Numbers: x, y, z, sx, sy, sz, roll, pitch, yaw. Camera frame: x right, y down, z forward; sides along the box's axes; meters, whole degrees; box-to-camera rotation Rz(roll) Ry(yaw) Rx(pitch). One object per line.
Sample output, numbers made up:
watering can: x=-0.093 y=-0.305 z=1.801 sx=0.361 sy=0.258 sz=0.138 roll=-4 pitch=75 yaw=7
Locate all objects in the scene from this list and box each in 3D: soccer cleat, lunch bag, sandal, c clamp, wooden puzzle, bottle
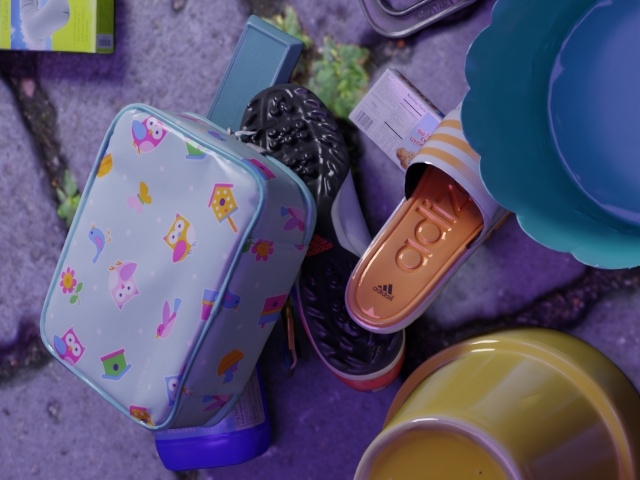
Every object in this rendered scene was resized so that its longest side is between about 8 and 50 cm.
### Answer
soccer cleat: x=0.000 y=0.000 z=1.714 sx=0.109 sy=0.116 sz=0.318 roll=-20 pitch=68 yaw=-3
lunch bag: x=-0.138 y=0.017 z=1.656 sx=0.224 sy=0.108 sz=0.279 roll=32 pitch=105 yaw=35
sandal: x=0.115 y=-0.032 z=1.609 sx=0.102 sy=0.076 sz=0.265 roll=31 pitch=76 yaw=13
c clamp: x=0.081 y=-0.266 z=1.689 sx=0.161 sy=0.022 sz=0.137 roll=-18 pitch=87 yaw=26
wooden puzzle: x=-0.028 y=0.093 z=1.735 sx=0.014 sy=0.116 sz=0.078 roll=-5 pitch=85 yaw=-5
bottle: x=-0.127 y=0.085 z=1.779 sx=0.118 sy=0.092 sz=0.282 roll=-9 pitch=92 yaw=26

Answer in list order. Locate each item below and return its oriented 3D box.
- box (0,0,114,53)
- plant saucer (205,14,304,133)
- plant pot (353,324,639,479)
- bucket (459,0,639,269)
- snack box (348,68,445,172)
box: x=-0.299 y=-0.251 z=1.859 sx=0.178 sy=0.042 sz=0.109 roll=4 pitch=96 yaw=24
plant saucer: x=-0.083 y=-0.126 z=1.783 sx=0.067 sy=0.018 sz=0.192 roll=31 pitch=108 yaw=20
plant pot: x=0.147 y=0.214 z=1.584 sx=0.254 sy=0.239 sz=0.254 roll=3 pitch=96 yaw=26
bucket: x=0.277 y=-0.113 z=1.523 sx=0.281 sy=0.183 sz=0.281 roll=3 pitch=96 yaw=26
snack box: x=0.109 y=-0.081 z=1.693 sx=0.178 sy=0.022 sz=0.064 roll=45 pitch=110 yaw=15
